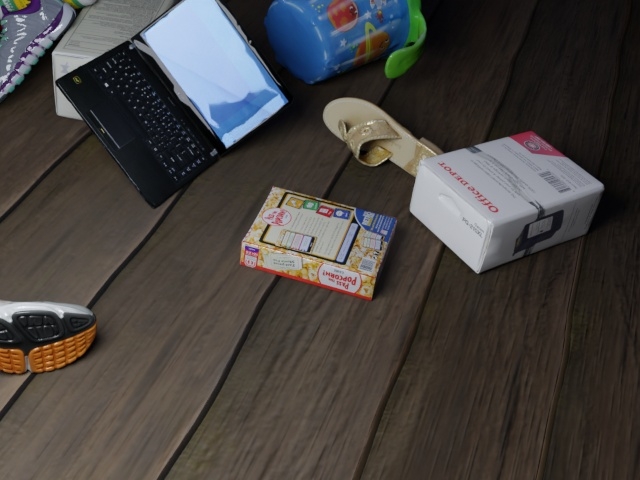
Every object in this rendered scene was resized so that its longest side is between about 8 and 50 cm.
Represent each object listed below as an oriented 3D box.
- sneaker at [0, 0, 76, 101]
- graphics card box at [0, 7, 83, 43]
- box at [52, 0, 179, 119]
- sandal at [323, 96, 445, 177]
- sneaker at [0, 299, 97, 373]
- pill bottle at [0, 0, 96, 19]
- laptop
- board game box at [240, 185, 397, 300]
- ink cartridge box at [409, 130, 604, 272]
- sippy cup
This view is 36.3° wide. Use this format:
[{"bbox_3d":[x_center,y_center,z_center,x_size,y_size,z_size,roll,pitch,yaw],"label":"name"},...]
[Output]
[{"bbox_3d":[-0.500,-0.317,1.575,0.224,0.098,0.083,-51,23,-6],"label":"sneaker"},{"bbox_3d":[-0.497,-0.508,1.891,0.232,0.094,0.371,26,43,20],"label":"graphics card box"},{"bbox_3d":[-0.344,-0.332,1.680,0.147,0.121,0.311,10,38,1],"label":"box"},{"bbox_3d":[0.090,-0.156,1.575,0.240,0.088,0.079,30,37,17],"label":"sandal"},{"bbox_3d":[-0.403,0.091,1.166,0.262,0.099,0.121,-3,35,-16],"label":"sneaker"},{"bbox_3d":[-0.491,-0.429,1.641,0.208,0.118,0.118,-12,37,12],"label":"pill bottle"},{"bbox_3d":[-0.212,-0.224,1.471,0.234,0.136,0.264,53,44,-7],"label":"laptop"},{"bbox_3d":[0.000,0.000,1.396,0.193,0.045,0.147,16,39,8],"label":"board game box"},{"bbox_3d":[0.281,-0.064,1.488,0.237,0.100,0.172,-17,45,-30],"label":"ink cartridge box"},{"bbox_3d":[0.028,-0.405,1.784,0.224,0.240,0.305,-36,24,-30],"label":"sippy cup"}]
